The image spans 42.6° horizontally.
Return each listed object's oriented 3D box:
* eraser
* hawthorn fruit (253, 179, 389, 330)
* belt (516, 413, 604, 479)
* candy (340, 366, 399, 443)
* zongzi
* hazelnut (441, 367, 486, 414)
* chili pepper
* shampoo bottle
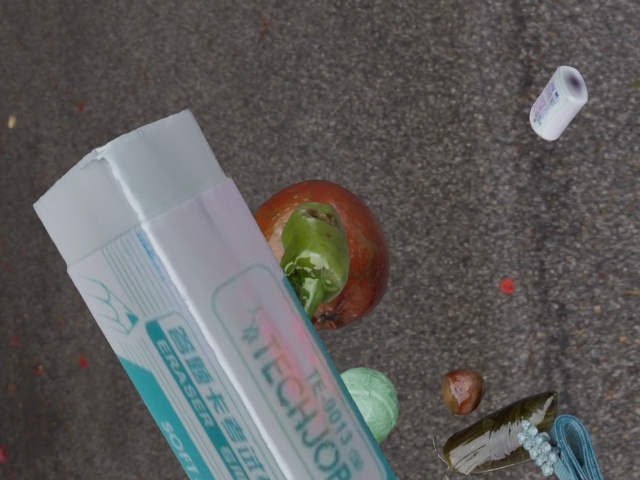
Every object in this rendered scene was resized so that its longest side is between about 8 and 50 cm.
[{"bbox_3d":[-0.041,0.062,0.372,0.096,0.052,0.225,-22,98,52],"label":"eraser"},{"bbox_3d":[-0.009,0.025,1.444,0.275,0.275,0.299,-47,27,39],"label":"hawthorn fruit"},{"bbox_3d":[0.386,0.358,1.274,0.065,0.100,0.179,94,165,-44],"label":"belt"},{"bbox_3d":[0.029,0.353,1.146,0.119,0.119,0.440,-47,15,38],"label":"candy"},{"bbox_3d":[0.328,0.354,1.530,0.248,0.241,0.111,-17,53,7],"label":"zongzi"},{"bbox_3d":[0.260,0.270,1.488,0.086,0.086,0.086,1,91,49],"label":"hazelnut"},{"bbox_3d":[0.000,-0.001,0.510,0.049,0.208,0.043,45,100,-3],"label":"chili pepper"},{"bbox_3d":[0.337,-0.191,1.175,0.099,0.043,0.072,115,157,-50],"label":"shampoo bottle"}]
